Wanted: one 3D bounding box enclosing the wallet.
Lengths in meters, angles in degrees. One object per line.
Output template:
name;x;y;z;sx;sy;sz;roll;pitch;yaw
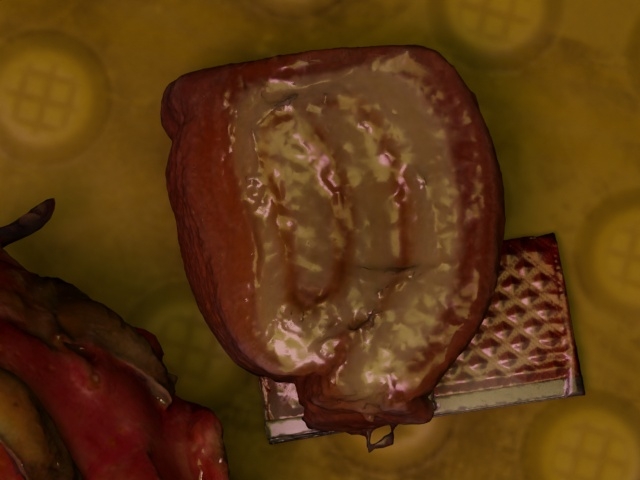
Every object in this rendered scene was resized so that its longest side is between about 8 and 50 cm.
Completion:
wallet;0.057;0.059;1.190;0.196;0.020;0.103;-9;82;2

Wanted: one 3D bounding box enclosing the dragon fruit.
dragon fruit;-0.151;0.167;1.059;0.263;0.296;0.314;29;96;-1

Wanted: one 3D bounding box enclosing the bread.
bread;0.013;-0.002;1.131;0.190;0.123;0.244;-13;80;-2
